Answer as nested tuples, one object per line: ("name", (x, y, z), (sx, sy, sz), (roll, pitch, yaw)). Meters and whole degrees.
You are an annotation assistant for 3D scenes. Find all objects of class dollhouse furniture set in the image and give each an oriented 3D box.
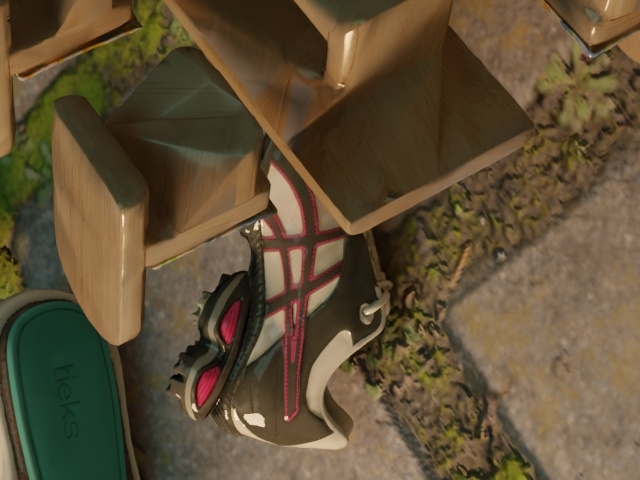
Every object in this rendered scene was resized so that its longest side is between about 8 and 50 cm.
("dollhouse furniture set", (-0.050, -0.154, 1.099), (0.394, 0.362, 0.256), (52, 157, 24))

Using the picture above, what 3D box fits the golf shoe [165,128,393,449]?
("golf shoe", (0.000, 0.000, 1.228), (0.120, 0.105, 0.273), (20, 106, 7))

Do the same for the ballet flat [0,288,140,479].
("ballet flat", (-0.182, 0.235, 1.368), (0.139, 0.139, 0.400), (-12, 83, 37))
